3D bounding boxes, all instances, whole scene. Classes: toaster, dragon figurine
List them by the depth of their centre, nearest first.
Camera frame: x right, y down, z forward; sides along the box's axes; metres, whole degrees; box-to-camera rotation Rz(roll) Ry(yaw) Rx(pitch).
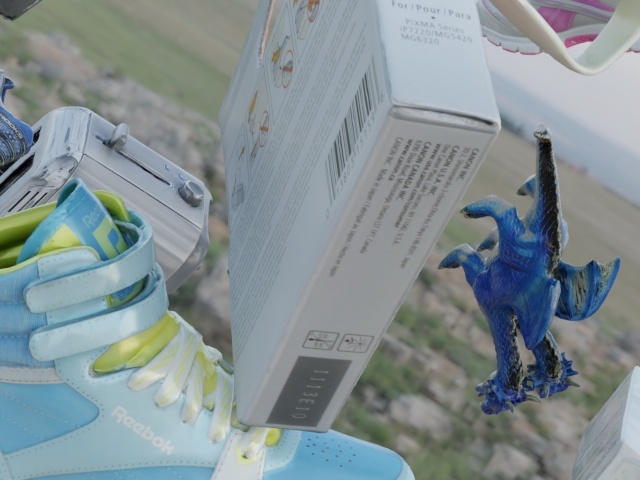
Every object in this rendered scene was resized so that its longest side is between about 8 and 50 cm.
[{"bbox_3d":[-0.204,0.002,1.228,0.146,0.227,0.129,40,25,-24],"label":"toaster"},{"bbox_3d":[0.177,0.028,1.237,0.085,0.289,0.144,-23,64,-31],"label":"dragon figurine"}]

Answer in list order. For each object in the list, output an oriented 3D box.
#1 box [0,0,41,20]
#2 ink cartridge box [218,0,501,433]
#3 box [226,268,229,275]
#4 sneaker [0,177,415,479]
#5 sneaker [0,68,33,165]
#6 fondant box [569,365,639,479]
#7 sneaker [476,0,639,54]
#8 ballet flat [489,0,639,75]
[{"bbox_3d":[-0.216,-0.243,0.916,0.207,0.108,0.153,50,-2,-8],"label":"box"},{"bbox_3d":[0.007,-0.065,0.858,0.060,0.275,0.239,8,50,-16],"label":"ink cartridge box"},{"bbox_3d":[0.000,0.000,1.299,0.094,0.137,0.027,-15,75,-57],"label":"box"},{"bbox_3d":[-0.085,0.076,0.894,0.319,0.208,0.127,9,24,1],"label":"sneaker"},{"bbox_3d":[-0.216,-0.087,0.930,0.058,0.052,0.135,-17,55,-34],"label":"sneaker"},{"bbox_3d":[0.346,0.249,1.405,0.238,0.096,0.330,38,14,7],"label":"fondant box"},{"bbox_3d":[0.262,-0.253,1.574,0.252,0.111,0.103,4,23,42],"label":"sneaker"},{"bbox_3d":[0.206,-0.179,0.959,0.483,0.182,0.164,20,-1,-29],"label":"ballet flat"}]
